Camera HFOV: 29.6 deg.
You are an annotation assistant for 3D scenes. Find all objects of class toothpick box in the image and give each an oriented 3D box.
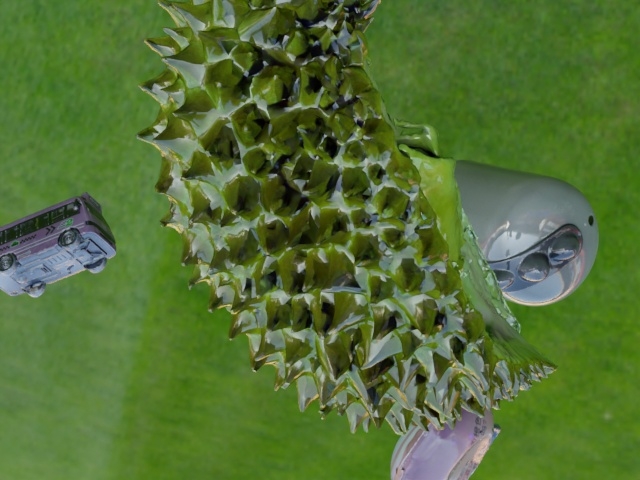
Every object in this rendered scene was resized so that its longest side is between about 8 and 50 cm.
[{"bbox_3d":[0.286,-0.004,1.896,0.229,0.229,0.316,28,176,-29],"label":"toothpick box"}]

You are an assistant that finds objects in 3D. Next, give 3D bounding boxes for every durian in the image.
[{"bbox_3d":[0.015,-0.022,0.708,0.158,0.169,0.355,-11,114,31],"label":"durian"}]

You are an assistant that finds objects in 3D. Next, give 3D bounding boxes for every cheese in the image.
[{"bbox_3d":[0.157,0.250,1.446,0.074,0.189,0.286,37,-175,25],"label":"cheese"}]

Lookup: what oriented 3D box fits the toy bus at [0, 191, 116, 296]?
[{"bbox_3d":[-0.382,0.005,1.708,0.178,0.098,0.087,-20,145,13],"label":"toy bus"}]
